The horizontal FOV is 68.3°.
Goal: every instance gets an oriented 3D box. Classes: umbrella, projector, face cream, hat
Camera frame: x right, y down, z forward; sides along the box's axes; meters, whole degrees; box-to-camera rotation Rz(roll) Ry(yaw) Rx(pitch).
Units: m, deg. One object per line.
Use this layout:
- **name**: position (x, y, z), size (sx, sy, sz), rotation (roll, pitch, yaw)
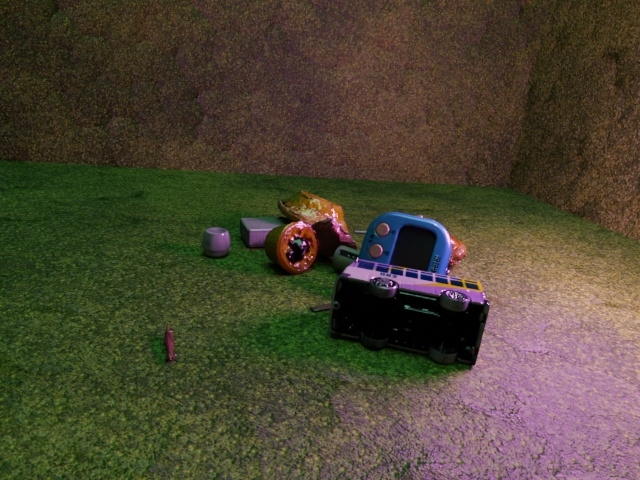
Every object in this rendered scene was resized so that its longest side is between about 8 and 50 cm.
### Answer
- **umbrella**: position (-0.417, 0.283, 1.301), size (0.027, 0.025, 0.165), rotation (18, 15, -26)
- **projector**: position (0.209, 0.113, 1.856), size (0.338, 0.108, 0.108), rotation (19, 23, 33)
- **face cream**: position (-0.436, 0.007, 1.974), size (0.117, 0.104, 0.117), rotation (7, 19, -2)
- **hat**: position (0.000, 0.000, 2.013), size (0.287, 0.236, 0.107), rotation (-17, 40, 31)
- **projector**: position (-0.232, -0.038, 2.183), size (0.257, 0.099, 0.192), rotation (-2, 22, -21)

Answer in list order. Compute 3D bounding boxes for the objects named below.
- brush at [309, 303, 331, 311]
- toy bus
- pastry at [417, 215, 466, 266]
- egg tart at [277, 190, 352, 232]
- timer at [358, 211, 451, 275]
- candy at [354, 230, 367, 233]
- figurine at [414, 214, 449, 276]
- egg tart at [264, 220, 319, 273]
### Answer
- **brush**: position (0.053, 0.217, 1.631), size (0.191, 0.027, 0.034), rotation (-6, 20, -29)
- **toy bus**: position (0.265, 0.202, 1.455), size (0.441, 0.209, 0.249), rotation (10, 18, 10)
- **pastry**: position (0.503, 0.015, 2.120), size (0.255, 0.161, 0.311), rotation (24, 16, -23)
- **egg tart**: position (-0.023, -0.128, 2.263), size (0.388, 0.168, 0.388), rotation (25, 7, -3)
- **timer**: position (0.292, 0.079, 1.681), size (0.309, 0.339, 0.115), rotation (14, -10, 24)
- **candy**: position (0.324, -0.037, 2.410), size (0.306, 0.083, 0.091), rotation (2, 13, 14)
- **figurine**: position (0.366, 0.039, 1.891), size (0.205, 0.332, 0.185), rotation (-24, 31, 18)
- **egg tart**: position (-0.123, 0.021, 1.898), size (0.215, 0.215, 0.171), rotation (-11, 14, -40)
